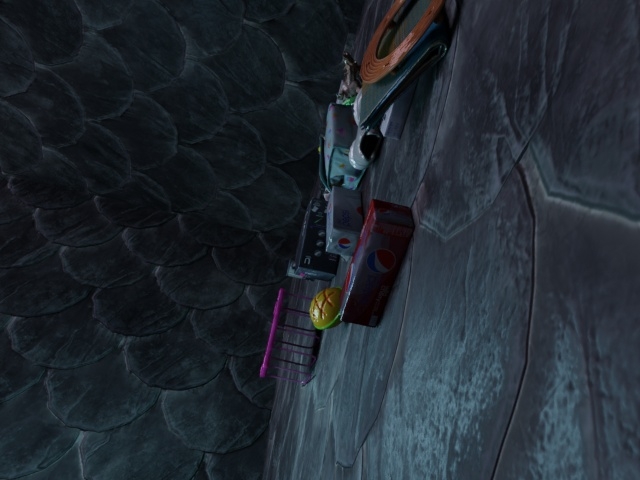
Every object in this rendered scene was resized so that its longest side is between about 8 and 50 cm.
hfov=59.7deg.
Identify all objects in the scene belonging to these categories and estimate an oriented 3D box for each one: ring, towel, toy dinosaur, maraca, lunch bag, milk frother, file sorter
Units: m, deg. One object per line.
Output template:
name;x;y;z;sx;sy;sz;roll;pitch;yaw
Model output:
ring;0.202;-0.495;1.252;0.336;0.032;0.337;-49;23;28
towel;0.189;-0.448;1.319;0.271;0.040;0.370;-44;26;37
toy dinosaur;0.136;-0.572;2.191;0.200;0.127;0.296;-73;-12;-53
maraca;0.038;0.184;1.571;0.185;0.099;0.127;-33;40;43
lunch bag;0.078;-0.299;1.899;0.262;0.160;0.224;104;167;-55
milk frother;-0.082;0.108;2.673;0.129;0.134;0.143;111;170;-51
file sorter;-0.099;0.360;2.049;0.202;0.182;0.291;113;169;-65

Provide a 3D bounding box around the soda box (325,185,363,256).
soda box;0.074;-0.064;1.726;0.286;0.098;0.091;-86;10;-60

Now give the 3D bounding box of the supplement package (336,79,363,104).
supplement package;0.120;-0.579;2.376;0.105;0.105;0.179;-93;16;-67

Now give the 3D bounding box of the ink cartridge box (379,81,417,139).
ink cartridge box;0.202;-0.368;1.407;0.097;0.046;0.207;-93;17;-67

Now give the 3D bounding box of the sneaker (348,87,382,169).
sneaker;0.154;-0.348;1.679;0.121;0.099;0.263;-174;90;-77

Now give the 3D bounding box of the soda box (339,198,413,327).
soda box;0.112;0.051;1.169;0.092;0.083;0.263;-88;13;-59

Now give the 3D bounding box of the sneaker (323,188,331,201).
sneaker;0.056;-0.170;2.156;0.235;0.094;0.090;110;170;-60

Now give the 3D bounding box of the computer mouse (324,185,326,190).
computer mouse;0.065;-0.283;2.366;0.188;0.072;0.272;-84;6;-58

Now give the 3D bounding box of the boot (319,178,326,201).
boot;0.029;-0.224;2.639;0.161;0.083;0.247;103;-179;-83

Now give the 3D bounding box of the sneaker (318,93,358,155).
sneaker;0.118;-0.400;2.081;0.146;0.134;0.344;57;140;28

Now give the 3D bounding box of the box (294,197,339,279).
box;0.000;0.000;2.076;0.165;0.143;0.271;122;159;-75
